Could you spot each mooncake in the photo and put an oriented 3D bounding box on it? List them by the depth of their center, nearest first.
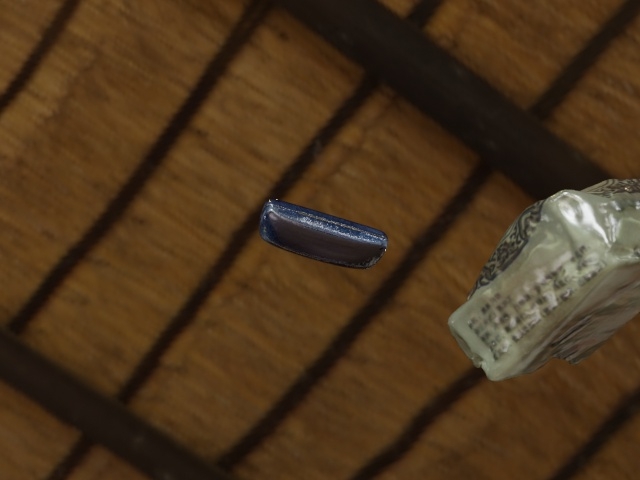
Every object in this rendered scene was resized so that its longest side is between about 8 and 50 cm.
[{"bbox_3d":[0.285,0.033,1.761,0.250,0.136,0.254,-11,-31,-50],"label":"mooncake"}]

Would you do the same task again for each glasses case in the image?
[{"bbox_3d":[0.000,0.000,1.011,0.083,0.023,0.033,18,-45,-7],"label":"glasses case"}]
